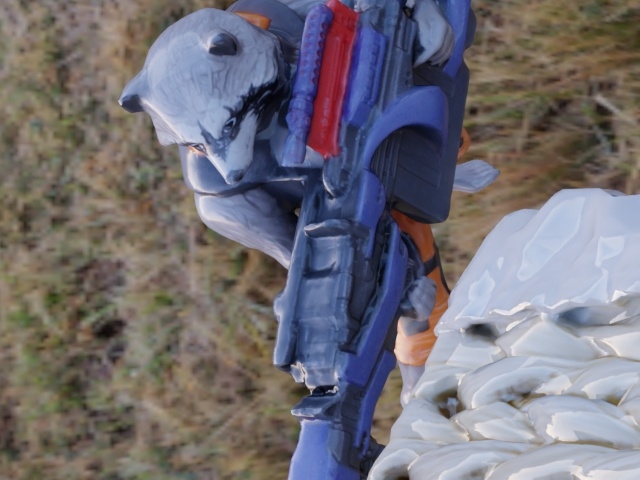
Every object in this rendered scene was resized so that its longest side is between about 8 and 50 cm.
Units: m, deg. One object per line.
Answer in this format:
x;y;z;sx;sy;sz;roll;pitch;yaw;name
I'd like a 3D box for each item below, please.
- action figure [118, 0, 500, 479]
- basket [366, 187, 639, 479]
0.000;0.000;0.826;0.178;0.330;0.341;-1;61;32;action figure
0.166;0.176;0.295;0.266;0.328;0.331;-54;21;-23;basket
